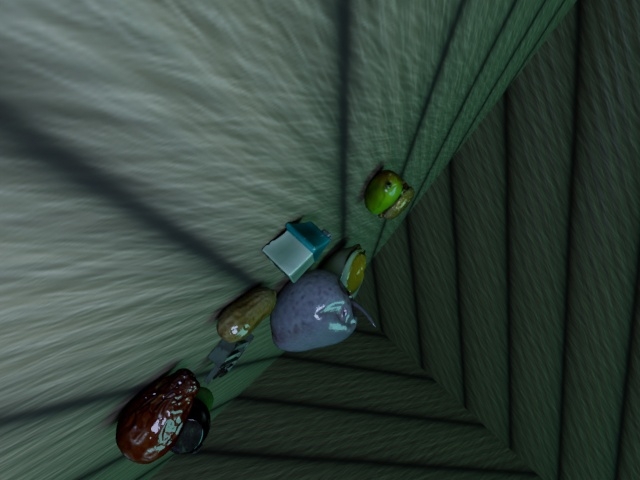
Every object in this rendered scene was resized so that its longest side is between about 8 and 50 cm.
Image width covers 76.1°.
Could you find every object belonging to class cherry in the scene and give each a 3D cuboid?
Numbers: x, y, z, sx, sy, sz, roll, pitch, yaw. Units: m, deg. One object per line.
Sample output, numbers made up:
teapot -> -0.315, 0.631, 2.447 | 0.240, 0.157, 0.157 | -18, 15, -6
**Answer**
cherry -> -0.021, 0.259, 1.502 | 0.335, 0.291, 0.326 | -15, 155, -20

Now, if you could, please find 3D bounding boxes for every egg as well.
egg -> 0.083, 0.143, 1.828 | 0.264, 0.174, 0.286 | -34, 137, -52

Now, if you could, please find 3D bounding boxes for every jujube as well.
jujube -> -0.406, 0.442, 1.049 | 0.236, 0.168, 0.168 | -50, 170, -23

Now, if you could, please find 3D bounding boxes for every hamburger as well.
hamburger -> 0.312, -0.167, 1.743 | 0.191, 0.118, 0.182 | -47, 166, 19

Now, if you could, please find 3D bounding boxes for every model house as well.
model house -> -0.057, 0.019, 1.047 | 0.149, 0.100, 0.127 | -44, 168, -10

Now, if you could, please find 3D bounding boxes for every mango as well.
mango -> 0.215, -0.165, 1.410 | 0.125, 0.111, 0.233 | -41, 168, -13

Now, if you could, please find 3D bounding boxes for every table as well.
table -> -0.321, 0.390, 1.398 | 0.175, 0.062, 0.146 | -50, 168, 6

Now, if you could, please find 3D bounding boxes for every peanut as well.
peanut -> -0.203, 0.201, 1.144 | 0.108, 0.095, 0.226 | -37, -178, 41

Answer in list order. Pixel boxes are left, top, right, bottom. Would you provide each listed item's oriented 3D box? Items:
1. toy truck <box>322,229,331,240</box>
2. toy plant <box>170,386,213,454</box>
toy truck -> 0.000, 0.000, 1.350 | 0.083, 0.039, 0.044 | -40, 152, -27
toy plant -> -0.471, 0.632, 1.442 | 0.218, 0.175, 0.235 | -37, -166, -15
